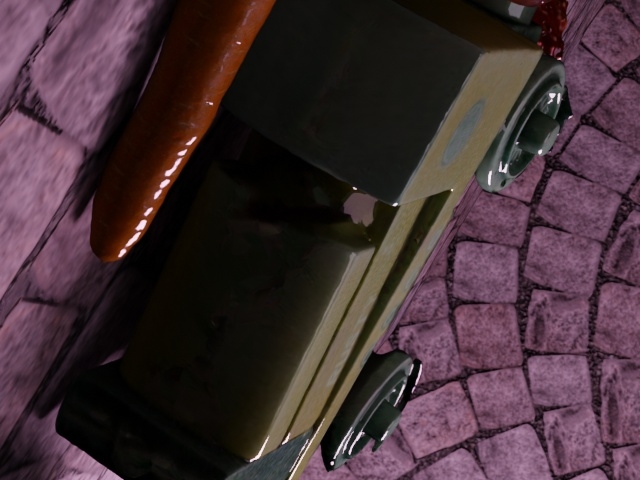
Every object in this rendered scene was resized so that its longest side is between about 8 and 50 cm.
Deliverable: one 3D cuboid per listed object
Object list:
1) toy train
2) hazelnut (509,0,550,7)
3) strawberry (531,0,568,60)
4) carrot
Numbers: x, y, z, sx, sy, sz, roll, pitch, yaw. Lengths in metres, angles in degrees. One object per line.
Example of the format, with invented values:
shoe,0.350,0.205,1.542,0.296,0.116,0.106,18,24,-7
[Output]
toy train,0.000,0.000,0.908,0.397,0.160,0.253,-62,164,17
hazelnut,0.115,-0.221,0.743,0.201,0.160,0.170,-48,173,5
strawberry,0.095,-0.151,1.049,0.192,0.140,0.085,-52,134,4
carrot,-0.048,-0.090,0.671,0.248,0.043,0.043,-60,172,25
